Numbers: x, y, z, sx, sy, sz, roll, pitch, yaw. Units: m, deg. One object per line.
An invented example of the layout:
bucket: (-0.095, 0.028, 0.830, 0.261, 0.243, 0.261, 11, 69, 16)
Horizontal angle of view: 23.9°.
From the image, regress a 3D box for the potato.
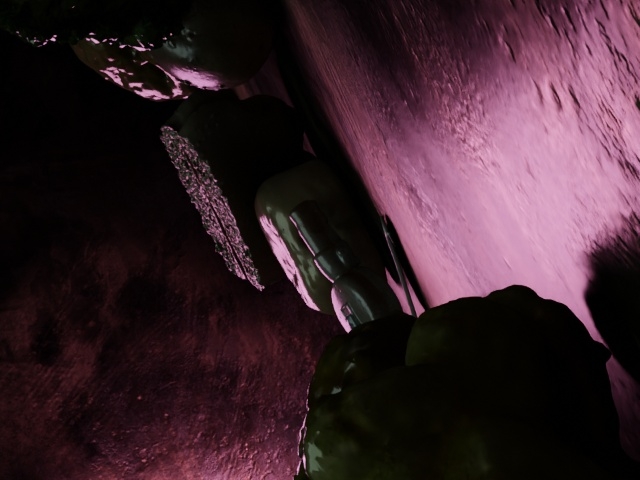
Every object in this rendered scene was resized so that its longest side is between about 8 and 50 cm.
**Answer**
potato: (-0.132, -0.251, 1.712, 0.165, 0.165, 0.262, 64, 180, -30)

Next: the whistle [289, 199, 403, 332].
whistle: (0.032, 0.049, 1.833, 0.220, 0.057, 0.107, 58, 155, 6)

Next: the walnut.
walnut: (-0.224, -0.306, 2.017, 0.283, 0.227, 0.283, -23, -90, -79)

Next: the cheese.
cheese: (0.000, 0.000, 1.970, 0.218, 0.117, 0.235, 59, 173, 27)

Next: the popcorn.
popcorn: (0.097, 0.168, 0.881, 0.276, 0.225, 0.276, 58, 173, 11)

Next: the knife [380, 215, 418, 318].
knife: (0.115, 0.089, 1.771, 0.081, 0.043, 0.336, -107, -1, -54)

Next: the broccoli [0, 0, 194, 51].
broccoli: (-0.171, -0.294, 1.277, 0.275, 0.308, 0.308, 29, 156, 35)

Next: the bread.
bread: (-0.088, -0.088, 2.075, 0.102, 0.183, 0.337, 36, 158, 40)
